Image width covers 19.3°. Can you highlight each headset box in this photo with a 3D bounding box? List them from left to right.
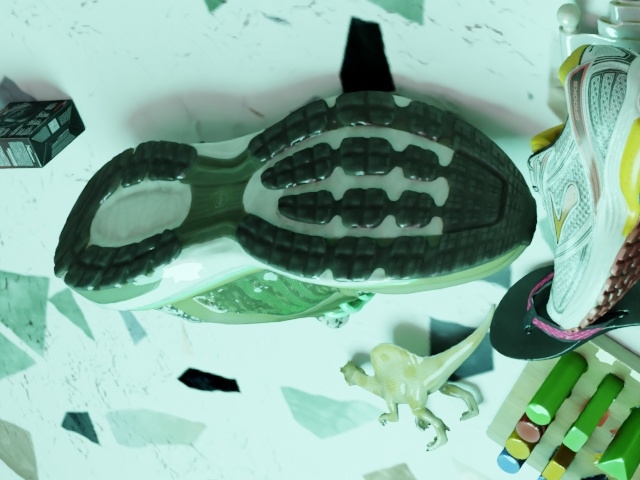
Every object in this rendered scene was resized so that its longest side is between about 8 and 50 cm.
[{"bbox_3d":[-0.248,-0.088,1.561,0.083,0.062,0.032,-1,123,37],"label":"headset box"}]

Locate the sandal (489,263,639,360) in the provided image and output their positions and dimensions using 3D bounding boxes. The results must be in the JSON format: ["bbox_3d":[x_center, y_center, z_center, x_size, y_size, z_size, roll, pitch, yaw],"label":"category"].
[{"bbox_3d":[0.188,0.042,1.336,0.179,0.040,0.067,-18,73,39],"label":"sandal"}]

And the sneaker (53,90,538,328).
[{"bbox_3d":[0.000,0.000,1.430,0.410,0.158,0.182,-3,154,37],"label":"sneaker"}]

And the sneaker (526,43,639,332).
[{"bbox_3d":[0.184,-0.036,1.242,0.093,0.088,0.225,30,133,25],"label":"sneaker"}]

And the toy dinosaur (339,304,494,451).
[{"bbox_3d":[0.081,0.115,1.492,0.183,0.053,0.092,-21,109,46],"label":"toy dinosaur"}]

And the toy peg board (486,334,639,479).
[{"bbox_3d":[0.205,0.164,1.419,0.161,0.079,0.160,34,138,9],"label":"toy peg board"}]

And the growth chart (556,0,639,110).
[{"bbox_3d":[0.258,-0.086,1.208,0.237,0.021,0.172,4,128,36],"label":"growth chart"}]
